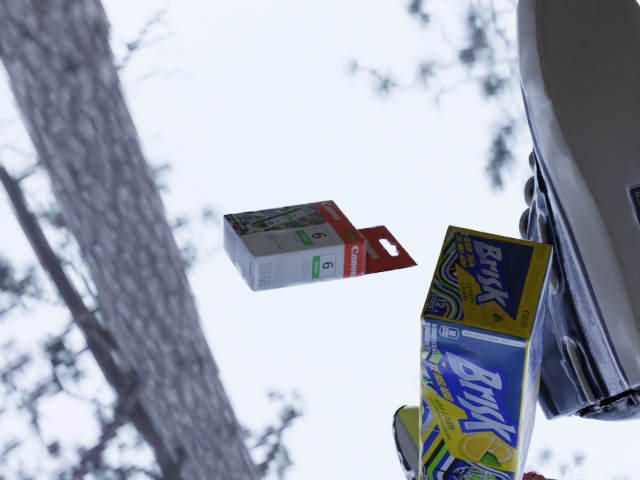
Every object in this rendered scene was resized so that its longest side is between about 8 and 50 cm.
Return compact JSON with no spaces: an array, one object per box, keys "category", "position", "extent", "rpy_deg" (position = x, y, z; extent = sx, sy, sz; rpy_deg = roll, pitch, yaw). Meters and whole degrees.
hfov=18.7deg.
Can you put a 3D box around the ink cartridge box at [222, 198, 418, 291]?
[{"category":"ink cartridge box","position":[0.000,0.000,1.254],"extent":[0.115,0.029,0.063],"rpy_deg":[-9,-150,-19]}]

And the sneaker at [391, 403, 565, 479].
[{"category":"sneaker","position":[0.131,0.188,1.363],"extent":[0.094,0.081,0.208],"rpy_deg":[-38,-111,-6]}]

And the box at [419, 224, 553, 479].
[{"category":"box","position":[0.081,0.067,0.975],"extent":[0.054,0.169,0.059],"rpy_deg":[11,-124,11]}]

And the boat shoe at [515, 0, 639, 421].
[{"category":"boat shoe","position":[0.182,-0.026,1.414],"extent":[0.127,0.158,0.341],"rpy_deg":[-6,-103,-33]}]
